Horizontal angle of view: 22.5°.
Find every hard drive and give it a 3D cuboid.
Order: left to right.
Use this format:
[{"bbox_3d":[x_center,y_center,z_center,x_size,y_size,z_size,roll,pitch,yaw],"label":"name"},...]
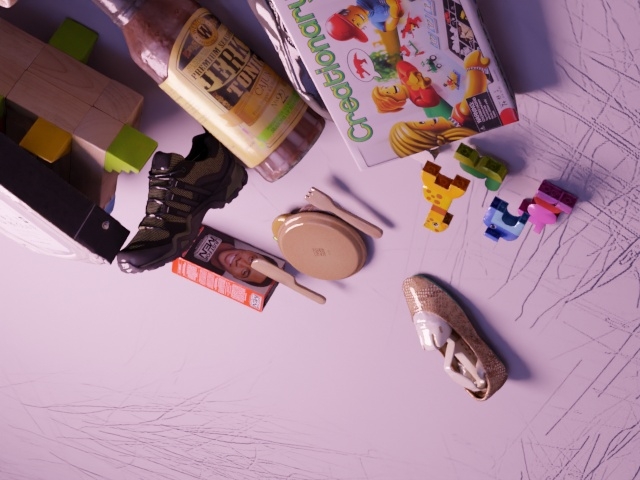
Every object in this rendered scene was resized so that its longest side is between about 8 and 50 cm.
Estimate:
[{"bbox_3d":[-0.429,-0.087,2.046,0.339,0.064,0.237,41,161,-33],"label":"hard drive"}]

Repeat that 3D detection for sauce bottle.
[{"bbox_3d":[-0.150,-0.215,1.928,0.344,0.111,0.111,40,141,-13],"label":"sauce bottle"}]

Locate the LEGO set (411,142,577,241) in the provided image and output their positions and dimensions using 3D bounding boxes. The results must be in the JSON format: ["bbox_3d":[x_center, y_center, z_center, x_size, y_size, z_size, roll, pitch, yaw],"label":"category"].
[{"bbox_3d":[0.175,-0.048,1.911,0.227,0.087,0.093,29,142,6],"label":"LEGO set"}]

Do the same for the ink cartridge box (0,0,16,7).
[{"bbox_3d":[-0.335,-0.409,1.774,0.088,0.193,0.235,21,140,14],"label":"ink cartridge box"}]

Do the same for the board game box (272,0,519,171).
[{"bbox_3d":[0.076,-0.222,1.733,0.193,0.053,0.305,-18,131,15],"label":"board game box"}]

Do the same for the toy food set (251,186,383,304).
[{"bbox_3d":[0.000,0.000,2.131,0.132,0.039,0.192,30,137,-10],"label":"toy food set"}]

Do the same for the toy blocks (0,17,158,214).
[{"bbox_3d":[-0.390,-0.159,2.127,0.381,0.191,0.261,29,153,3],"label":"toy blocks"}]

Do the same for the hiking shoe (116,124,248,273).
[{"bbox_3d":[-0.196,-0.054,2.048,0.086,0.227,0.114,-4,127,48],"label":"hiking shoe"}]

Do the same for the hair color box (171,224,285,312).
[{"bbox_3d":[-0.127,0.036,2.221,0.141,0.072,0.043,24,141,9],"label":"hair color box"}]

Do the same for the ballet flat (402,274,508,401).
[{"bbox_3d":[0.173,0.135,2.127,0.206,0.067,0.073,46,141,-17],"label":"ballet flat"}]

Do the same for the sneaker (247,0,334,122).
[{"bbox_3d":[0.019,-0.226,1.822,0.130,0.087,0.228,-5,124,46],"label":"sneaker"}]
